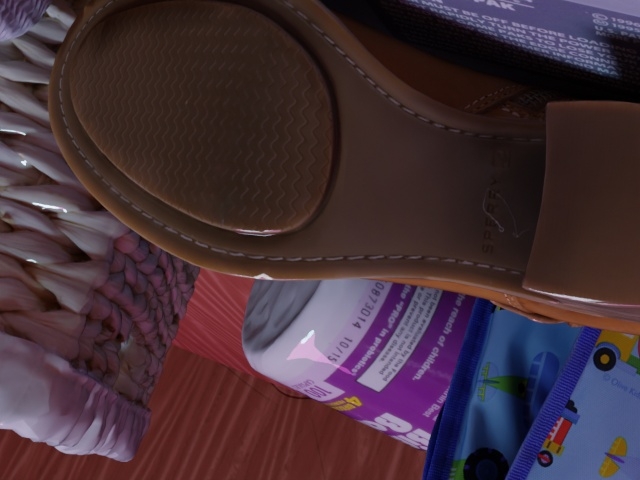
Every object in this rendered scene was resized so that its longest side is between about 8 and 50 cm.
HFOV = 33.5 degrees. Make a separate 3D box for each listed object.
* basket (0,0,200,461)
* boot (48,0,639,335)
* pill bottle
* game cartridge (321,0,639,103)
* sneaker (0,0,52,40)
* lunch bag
[{"bbox_3d":[-0.228,-0.044,0.652,0.331,0.266,0.328,23,167,4],"label":"basket"},{"bbox_3d":[0.052,-0.028,0.441,0.283,0.109,0.220,10,179,24],"label":"boot"},{"bbox_3d":[0.108,0.079,0.784,0.302,0.169,0.169,28,166,-17],"label":"pill bottle"},{"bbox_3d":[0.109,-0.081,0.335,0.294,0.060,0.196,18,-177,18],"label":"game cartridge"},{"bbox_3d":[-0.224,-0.191,0.350,0.210,0.137,0.366,18,169,7],"label":"sneaker"},{"bbox_3d":[0.181,0.128,0.585,0.221,0.293,0.138,29,165,-22],"label":"lunch bag"}]
